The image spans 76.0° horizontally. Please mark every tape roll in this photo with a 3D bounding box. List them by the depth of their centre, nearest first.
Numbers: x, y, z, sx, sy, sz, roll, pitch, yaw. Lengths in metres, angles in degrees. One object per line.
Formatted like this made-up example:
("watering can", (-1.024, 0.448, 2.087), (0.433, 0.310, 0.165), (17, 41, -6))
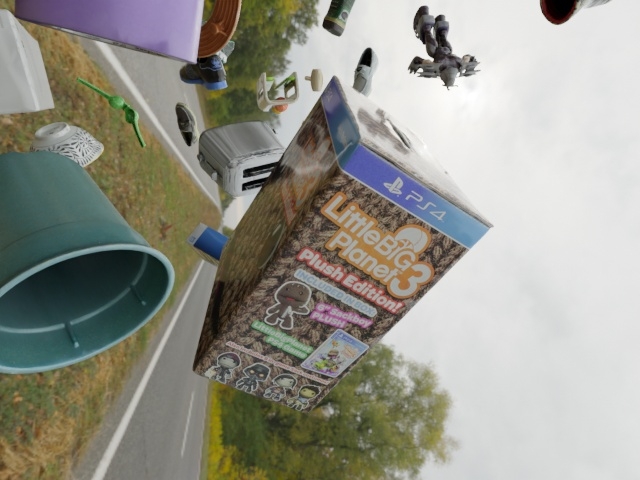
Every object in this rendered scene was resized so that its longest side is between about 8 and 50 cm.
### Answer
("tape roll", (-0.234, -0.268, 0.470), (0.189, 0.188, 0.080), (-123, -136, -64))

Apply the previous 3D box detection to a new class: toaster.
("toaster", (-0.174, -0.200, 0.999), (0.146, 0.227, 0.129), (51, -37, 28))

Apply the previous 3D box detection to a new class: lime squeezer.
("lime squeezer", (-0.759, -0.486, 1.538), (0.058, 0.310, 0.110), (-24, -155, 40))

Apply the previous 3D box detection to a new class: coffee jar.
("coffee jar", (0.077, -0.929, 1.650), (0.079, 0.096, 0.184), (34, -71, 32))

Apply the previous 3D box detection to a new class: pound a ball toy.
("pound a ball toy", (-0.122, -0.550, 1.544), (0.319, 0.208, 0.136), (-138, -137, -71))

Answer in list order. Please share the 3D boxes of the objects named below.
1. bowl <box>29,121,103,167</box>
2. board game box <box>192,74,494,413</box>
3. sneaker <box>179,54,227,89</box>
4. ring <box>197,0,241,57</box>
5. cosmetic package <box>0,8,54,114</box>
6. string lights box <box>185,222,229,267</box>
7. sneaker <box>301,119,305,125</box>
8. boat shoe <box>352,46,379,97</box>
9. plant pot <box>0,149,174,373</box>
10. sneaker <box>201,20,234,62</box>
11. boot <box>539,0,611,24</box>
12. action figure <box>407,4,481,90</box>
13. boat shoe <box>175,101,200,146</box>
("bowl", (-0.626, -0.232, 0.985), (0.170, 0.170, 0.080), (-108, -173, -47))
("board game box", (0.000, 0.000, 0.468), (0.291, 0.141, 0.232), (-52, -158, 24))
("sneaker", (-0.342, -0.498, 1.176), (0.232, 0.081, 0.091), (30, -44, 39))
("ring", (-0.301, -0.551, 0.837), (0.032, 0.336, 0.337), (-46, 155, -43))
("cosmetic package", (-0.617, -0.305, 0.736), (0.365, 0.196, 0.155), (31, -50, 58))
("string lights box", (-0.256, 0.054, 1.203), (0.077, 0.259, 0.133), (-56, 154, -18))
("sneaker", (-0.064, -0.407, 1.648), (0.290, 0.123, 0.106), (-42, -156, 9))
("boat shoe", (0.152, -0.607, 1.492), (0.081, 0.079, 0.228), (48, 55, -52))
("plant pot", (-0.528, 0.020, 0.815), (0.334, 0.341, 0.341), (48, -32, 24))
("sneaker", (-0.316, -0.598, 1.175), (0.166, 0.076, 0.065), (45, -4, -33))
("boot", (0.425, -0.476, 0.636), (0.085, 0.178, 0.236), (29, -35, 43))
("action figure", (0.326, -0.506, 1.110), (0.099, 0.185, 0.285), (110, -20, -58))
("boat shoe", (-0.414, -0.355, 1.268), (0.152, 0.056, 0.049), (81, 27, -56))
